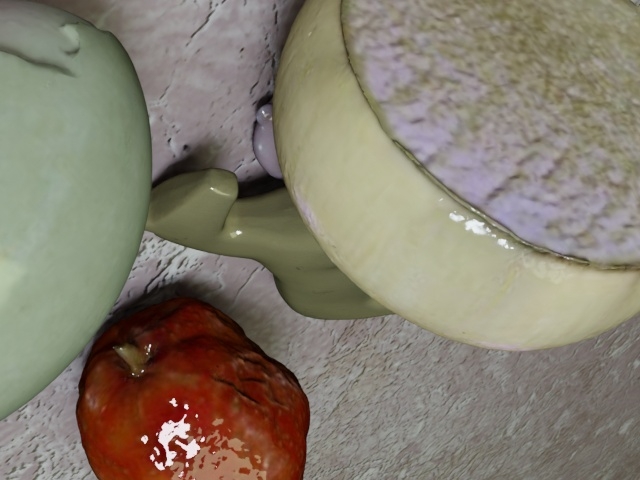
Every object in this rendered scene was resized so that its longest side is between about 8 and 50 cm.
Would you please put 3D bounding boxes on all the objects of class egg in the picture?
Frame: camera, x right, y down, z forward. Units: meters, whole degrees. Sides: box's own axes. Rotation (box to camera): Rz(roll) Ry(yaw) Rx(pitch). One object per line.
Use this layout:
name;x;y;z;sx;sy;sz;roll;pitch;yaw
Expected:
egg;-0.171;-0.015;0.484;0.217;0.183;0.183;-42;146;-6

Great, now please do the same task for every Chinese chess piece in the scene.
Chinese chess piece;0.105;-0.067;0.611;0.270;0.270;0.112;-14;156;-34

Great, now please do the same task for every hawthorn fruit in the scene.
hawthorn fruit;-0.089;0.126;0.742;0.173;0.173;0.179;-26;105;-21

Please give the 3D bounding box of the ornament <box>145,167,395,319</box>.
ornament;0.000;0.000;0.723;0.244;0.061;0.230;-5;158;6

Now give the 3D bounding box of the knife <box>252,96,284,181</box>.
knife;0.070;-0.032;0.822;0.132;0.038;0.398;-51;144;9
